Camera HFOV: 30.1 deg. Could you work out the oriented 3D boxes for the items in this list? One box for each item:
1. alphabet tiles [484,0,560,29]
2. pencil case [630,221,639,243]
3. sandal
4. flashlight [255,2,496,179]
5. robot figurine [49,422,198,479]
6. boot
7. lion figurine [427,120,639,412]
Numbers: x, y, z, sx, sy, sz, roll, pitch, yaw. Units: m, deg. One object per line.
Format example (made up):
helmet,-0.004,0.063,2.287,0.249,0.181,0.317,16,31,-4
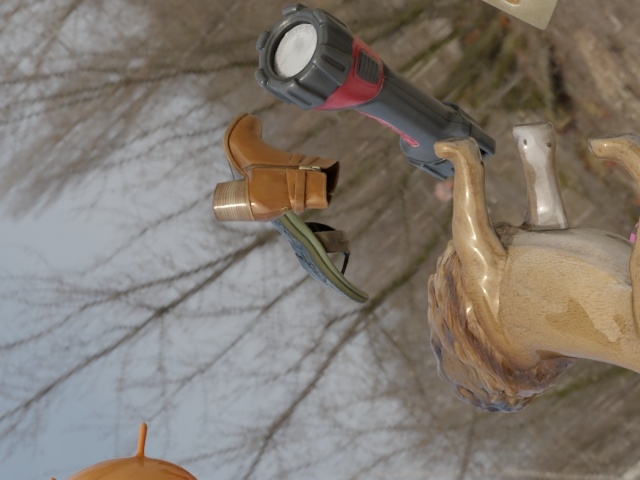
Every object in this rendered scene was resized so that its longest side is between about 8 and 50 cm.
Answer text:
alphabet tiles,0.096,-0.304,0.742,0.342,0.285,0.011,31,-141,16
pencil case,0.490,0.035,1.586,0.209,0.098,0.095,-102,12,-63
sandal,0.000,-0.001,1.998,0.303,0.086,0.120,53,167,-30
flashlight,0.061,-0.147,1.286,0.304,0.103,0.103,26,-156,-48
robot figurine,-0.119,0.238,0.775,0.128,0.158,0.219,-141,38,-76
boot,-0.049,-0.098,1.543,0.073,0.152,0.197,69,-159,-46
lion figurine,0.203,0.036,0.863,0.392,0.142,0.240,8,109,62
